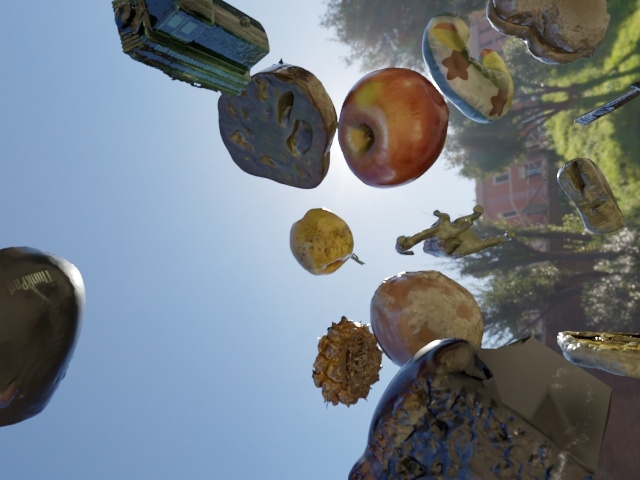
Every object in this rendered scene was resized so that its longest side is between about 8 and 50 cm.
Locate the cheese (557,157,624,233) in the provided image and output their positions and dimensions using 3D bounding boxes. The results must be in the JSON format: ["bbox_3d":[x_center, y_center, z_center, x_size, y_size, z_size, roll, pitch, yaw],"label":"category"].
[{"bbox_3d":[0.674,-0.124,1.130,0.202,0.091,0.175,48,-144,-17],"label":"cheese"}]

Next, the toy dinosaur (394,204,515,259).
[{"bbox_3d":[0.300,-0.010,1.014,0.293,0.162,0.077,12,-126,-27],"label":"toy dinosaur"}]

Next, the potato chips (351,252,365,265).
[{"bbox_3d":[0.063,0.030,1.441,0.207,0.092,0.028,28,-108,-8],"label":"potato chips"}]

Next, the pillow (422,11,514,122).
[{"bbox_3d":[0.286,-0.335,0.864,0.233,0.086,0.214,29,-126,-22],"label":"pillow"}]

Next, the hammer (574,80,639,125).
[{"bbox_3d":[0.521,-0.245,0.774,0.297,0.125,0.027,8,-120,-84],"label":"hammer"}]

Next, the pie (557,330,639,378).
[{"bbox_3d":[0.719,0.253,1.030,0.339,0.338,0.077,8,-98,-53],"label":"pie"}]

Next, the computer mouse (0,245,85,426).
[{"bbox_3d":[-0.456,0.149,0.675,0.170,0.100,0.270,25,-98,-45],"label":"computer mouse"}]

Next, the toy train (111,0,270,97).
[{"bbox_3d":[-0.242,-0.415,0.912,0.330,0.178,0.139,-1,-111,-55],"label":"toy train"}]

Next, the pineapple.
[{"bbox_3d":[0.075,0.285,1.040,0.224,0.076,0.225,2,-94,-39],"label":"pineapple"}]

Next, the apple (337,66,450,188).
[{"bbox_3d":[0.102,-0.156,0.625,0.139,0.163,0.164,-22,-83,-37],"label":"apple"}]

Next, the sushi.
[{"bbox_3d":[0.156,0.234,0.501,0.215,0.212,0.227,-22,-42,-51],"label":"sushi"}]

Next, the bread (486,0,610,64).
[{"bbox_3d":[0.397,-0.474,0.815,0.102,0.183,0.338,81,-171,-71],"label":"bread"}]

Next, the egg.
[{"bbox_3d":[0.190,0.149,0.815,0.233,0.195,0.195,24,-122,-23],"label":"egg"}]

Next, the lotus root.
[{"bbox_3d":[-0.116,-0.312,1.297,0.375,0.390,0.111,47,-135,-16],"label":"lotus root"}]

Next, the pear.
[{"bbox_3d":[0.000,0.000,1.162,0.178,0.177,0.178,22,-119,-48],"label":"pear"}]
